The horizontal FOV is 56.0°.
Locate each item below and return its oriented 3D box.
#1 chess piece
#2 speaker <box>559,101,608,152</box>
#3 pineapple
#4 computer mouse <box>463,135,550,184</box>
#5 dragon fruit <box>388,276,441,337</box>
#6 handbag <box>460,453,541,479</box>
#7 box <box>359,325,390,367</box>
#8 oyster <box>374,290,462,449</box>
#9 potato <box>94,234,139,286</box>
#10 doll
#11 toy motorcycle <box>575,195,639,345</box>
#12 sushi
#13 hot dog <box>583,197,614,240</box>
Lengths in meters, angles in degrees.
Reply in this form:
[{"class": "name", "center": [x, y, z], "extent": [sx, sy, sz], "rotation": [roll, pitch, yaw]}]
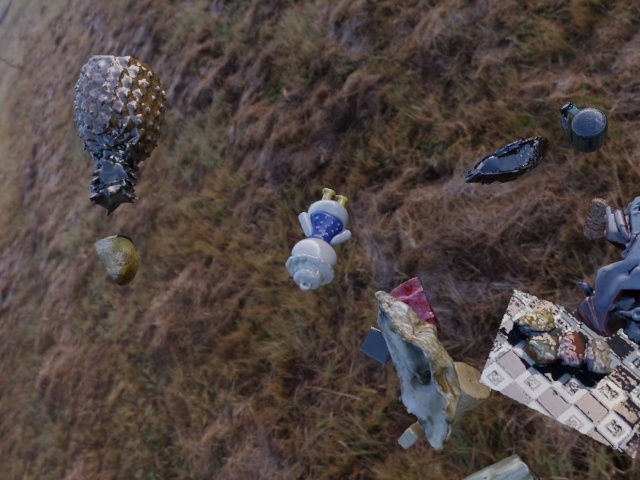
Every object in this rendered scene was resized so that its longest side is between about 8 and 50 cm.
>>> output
[{"class": "chess piece", "center": [0.326, 0.469, 1.657], "extent": [0.301, 0.137, 0.137], "rotation": [-58, 35, 32]}, {"class": "speaker", "center": [0.455, -0.200, 1.058], "extent": [0.094, 0.075, 0.060], "rotation": [32, 86, 28]}, {"class": "pineapple", "center": [-0.429, -0.222, 1.275], "extent": [0.202, 0.202, 0.362], "rotation": [-41, 43, 35]}, {"class": "computer mouse", "center": [0.481, -0.192, 1.537], "extent": [0.242, 0.146, 0.077], "rotation": [-24, 77, 3]}, {"class": "dragon fruit", "center": [0.274, 0.231, 1.817], "extent": [0.189, 0.261, 0.163], "rotation": [1, 64, 17]}, {"class": "handbag", "center": [0.197, 0.422, 0.764], "extent": [0.253, 0.316, 0.109], "rotation": [-29, 30, 1]}, {"class": "box", "center": [0.139, 0.244, 1.406], "extent": [0.069, 0.122, 0.084], "rotation": [25, 86, 12]}, {"class": "oyster", "center": [0.211, 0.251, 1.267], "extent": [0.166, 0.110, 0.341], "rotation": [101, 153, -44]}, {"class": "potato", "center": [-0.414, 0.045, 1.268], "extent": [0.066, 0.096, 0.103], "rotation": [-36, 59, -2]}, {"class": "doll", "center": [0.000, 0.000, 1.461], "extent": [0.119, 0.138, 0.293], "rotation": [127, 164, -54]}, {"class": "toy motorcycle", "center": [0.396, 0.040, 0.776], "extent": [0.122, 0.082, 0.213], "rotation": [-21, 46, 49]}, {"class": "sushi", "center": [0.483, 0.223, 1.147], "extent": [0.264, 0.290, 0.050], "rotation": [-56, -20, -34]}, {"class": "hot dog", "center": [0.520, -0.040, 1.124], "extent": [0.058, 0.035, 0.083], "rotation": [47, 146, 49]}]
